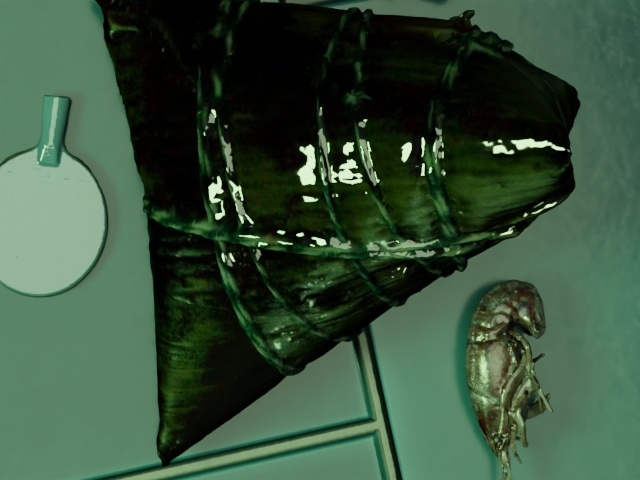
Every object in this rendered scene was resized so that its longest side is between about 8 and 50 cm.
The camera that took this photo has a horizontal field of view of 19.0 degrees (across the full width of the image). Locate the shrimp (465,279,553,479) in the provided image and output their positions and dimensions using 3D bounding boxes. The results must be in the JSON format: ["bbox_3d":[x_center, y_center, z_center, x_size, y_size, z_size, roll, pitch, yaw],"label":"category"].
[{"bbox_3d":[0.144,0.113,1.456,0.065,0.056,0.165,-6,92,-11],"label":"shrimp"}]

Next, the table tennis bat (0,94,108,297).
[{"bbox_3d":[-0.210,-0.034,1.451,0.100,0.019,0.155,6,90,-4],"label":"table tennis bat"}]

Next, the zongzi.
[{"bbox_3d":[0.000,0.000,1.381,0.384,0.319,0.362,5,98,13],"label":"zongzi"}]
